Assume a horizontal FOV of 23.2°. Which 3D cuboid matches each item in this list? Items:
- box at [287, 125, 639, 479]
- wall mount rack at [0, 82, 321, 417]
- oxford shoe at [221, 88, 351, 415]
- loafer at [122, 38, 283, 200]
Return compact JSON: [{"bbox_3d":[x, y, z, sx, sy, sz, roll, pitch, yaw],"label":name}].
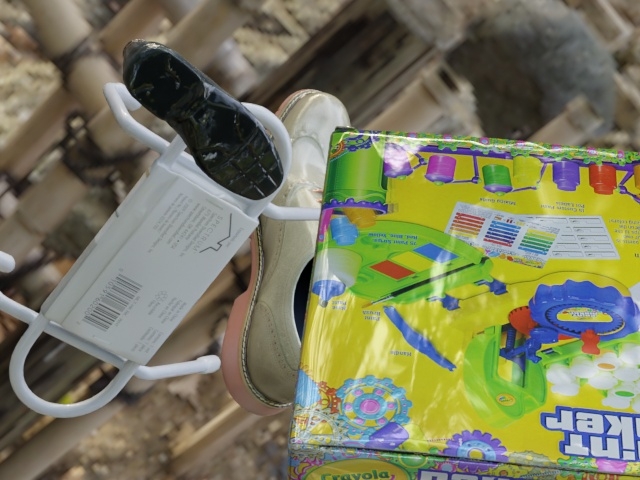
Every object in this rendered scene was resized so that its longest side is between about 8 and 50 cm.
[{"bbox_3d":[0.134,0.091,0.971,0.289,0.177,0.279,6,42,3],"label":"box"},{"bbox_3d":[-0.132,0.017,1.444,0.304,0.350,0.130,31,16,-34],"label":"wall mount rack"},{"bbox_3d":[0.000,0.000,1.757,0.140,0.146,0.397,22,63,-34],"label":"oxford shoe"},{"bbox_3d":[-0.092,-0.101,1.245,0.170,0.062,0.061,48,5,-29],"label":"loafer"}]
